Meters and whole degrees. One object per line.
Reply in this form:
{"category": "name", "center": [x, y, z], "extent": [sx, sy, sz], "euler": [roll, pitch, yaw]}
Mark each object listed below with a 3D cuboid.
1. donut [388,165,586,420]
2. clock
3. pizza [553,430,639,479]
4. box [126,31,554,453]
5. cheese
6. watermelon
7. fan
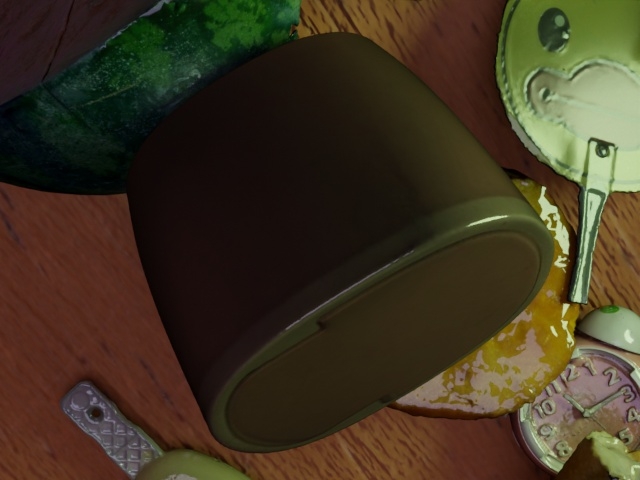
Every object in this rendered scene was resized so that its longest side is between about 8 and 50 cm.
{"category": "donut", "center": [0.109, 0.043, 1.129], "extent": [0.254, 0.118, 0.253], "euler": [-1, 83, 8]}
{"category": "clock", "center": [0.250, 0.153, 1.198], "extent": [0.166, 0.093, 0.162], "euler": [-26, 92, 11]}
{"category": "pizza", "center": [0.333, 0.309, 1.160], "extent": [0.278, 0.114, 0.409], "euler": [-24, 128, 17]}
{"category": "box", "center": [0.000, 0.000, 0.968], "extent": [0.301, 0.301, 0.216], "euler": [-36, 65, 7]}
{"category": "cheese", "center": [-0.155, 0.236, 1.230], "extent": [0.255, 0.050, 0.127], "euler": [44, 100, -7]}
{"category": "watermelon", "center": [-0.147, -0.127, 1.040], "extent": [0.319, 0.292, 0.222], "euler": [-50, 129, -9]}
{"category": "fan", "center": [0.253, -0.107, 1.116], "extent": [0.230, 0.011, 0.335], "euler": [12, 81, -15]}
